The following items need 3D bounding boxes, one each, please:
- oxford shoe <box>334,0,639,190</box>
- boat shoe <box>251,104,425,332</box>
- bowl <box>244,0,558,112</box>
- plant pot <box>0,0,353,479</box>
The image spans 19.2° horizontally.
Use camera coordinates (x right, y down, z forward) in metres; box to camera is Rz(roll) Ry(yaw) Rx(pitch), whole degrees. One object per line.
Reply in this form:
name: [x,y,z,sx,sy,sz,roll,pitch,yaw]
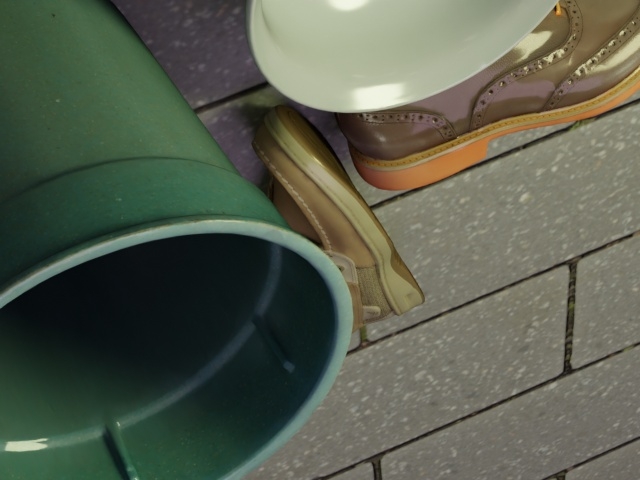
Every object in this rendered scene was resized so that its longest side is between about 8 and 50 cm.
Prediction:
oxford shoe: [0.180,-0.176,1.660,0.364,0.130,0.132,-30,137,-3]
boat shoe: [0.000,0.000,1.741,0.110,0.121,0.341,-33,145,1]
bowl: [0.054,-0.249,1.468,0.298,0.134,0.298,-20,145,-15]
plant pot: [-0.199,-0.006,1.414,0.341,0.334,0.341,-19,143,-15]
